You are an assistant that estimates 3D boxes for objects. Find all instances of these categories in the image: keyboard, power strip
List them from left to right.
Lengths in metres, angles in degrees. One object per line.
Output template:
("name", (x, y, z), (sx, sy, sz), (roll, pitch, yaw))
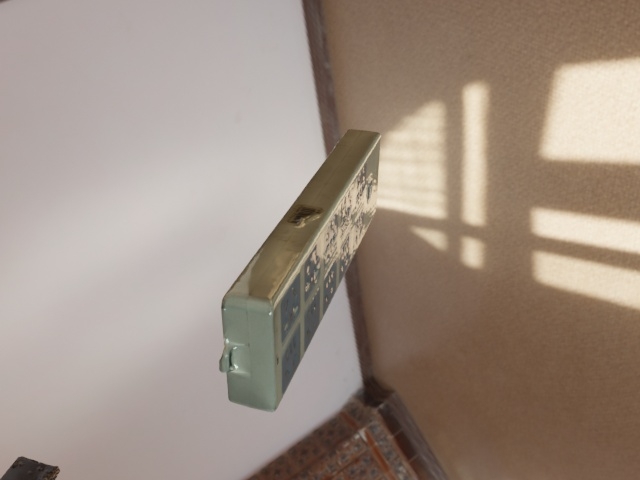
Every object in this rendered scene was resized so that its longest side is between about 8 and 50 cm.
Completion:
("keyboard", (-0.445, 0.388, 0.894), (0.072, 0.231, 0.023), (13, 119, 6))
("power strip", (0.000, 0.000, 0.616), (0.043, 0.367, 0.106), (10, 123, 14))
